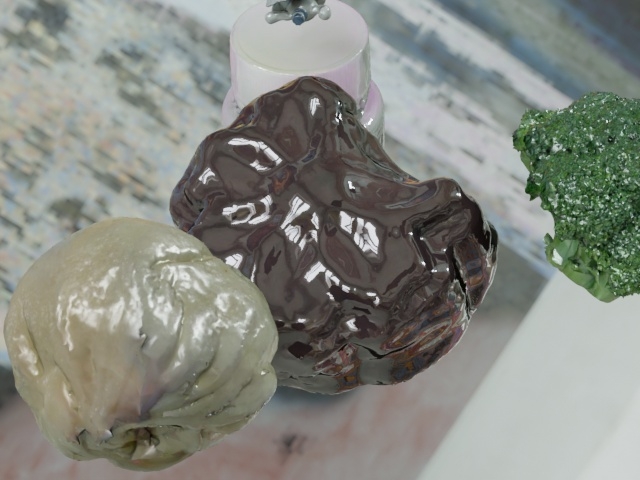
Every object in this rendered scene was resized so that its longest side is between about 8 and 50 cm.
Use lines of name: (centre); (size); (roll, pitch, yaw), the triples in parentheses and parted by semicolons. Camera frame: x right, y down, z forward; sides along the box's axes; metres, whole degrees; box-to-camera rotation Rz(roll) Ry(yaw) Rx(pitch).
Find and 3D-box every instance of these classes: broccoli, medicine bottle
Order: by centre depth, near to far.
broccoli: (0.341, -0.052, 1.843); (0.265, 0.245, 0.294); (18, 21, 3)
medicine bottle: (-0.025, -0.183, 2.292); (0.241, 0.241, 0.302); (37, -34, 34)

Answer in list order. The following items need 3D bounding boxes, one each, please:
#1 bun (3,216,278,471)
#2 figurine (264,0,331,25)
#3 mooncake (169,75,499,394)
bun: (-0.175, 0.117, 1.536); (0.281, 0.281, 0.205); (30, 30, -31)
figurine: (-0.032, -0.314, 2.063); (0.086, 0.094, 0.082); (-106, 171, -60)
mooncake: (0.000, 0.000, 1.844); (0.381, 0.350, 0.212); (32, -15, 23)
